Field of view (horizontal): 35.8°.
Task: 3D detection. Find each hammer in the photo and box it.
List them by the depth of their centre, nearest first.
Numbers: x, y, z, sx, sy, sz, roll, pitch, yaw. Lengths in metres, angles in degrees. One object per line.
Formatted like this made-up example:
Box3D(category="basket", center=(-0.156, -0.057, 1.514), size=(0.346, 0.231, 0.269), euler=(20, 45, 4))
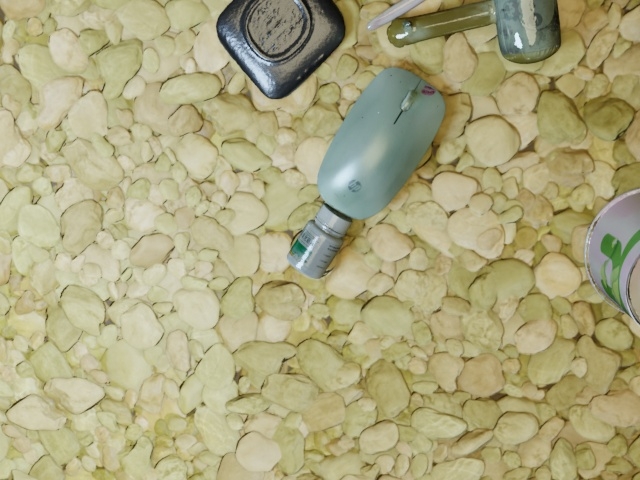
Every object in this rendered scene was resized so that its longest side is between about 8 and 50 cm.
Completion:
Box3D(category="hammer", center=(0.264, -0.398, 1.755), size=(0.305, 0.113, 0.202), euler=(-7, 99, 16))

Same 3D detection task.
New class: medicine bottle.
Box3D(category="medicine bottle", center=(0.000, 0.000, 1.876), size=(0.080, 0.080, 0.130), euler=(31, 105, -2))

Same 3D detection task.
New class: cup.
Box3D(category="cup", center=(0.606, 0.051, 1.728), size=(0.253, 0.274, 0.253), euler=(1, 103, 6))

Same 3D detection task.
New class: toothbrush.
Box3D(category="toothbrush", center=(0.215, -0.462, 1.775), size=(0.307, 0.030, 0.025), euler=(-29, 139, 13))

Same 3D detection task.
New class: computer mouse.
Box3D(category="computer mouse", center=(0.106, -0.173, 1.818), size=(0.159, 0.097, 0.288), euler=(34, 105, 0))

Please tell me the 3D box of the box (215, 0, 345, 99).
Box3D(category="box", center=(-0.072, -0.388, 1.812), size=(0.212, 0.042, 0.201), euler=(-40, 95, 12))
